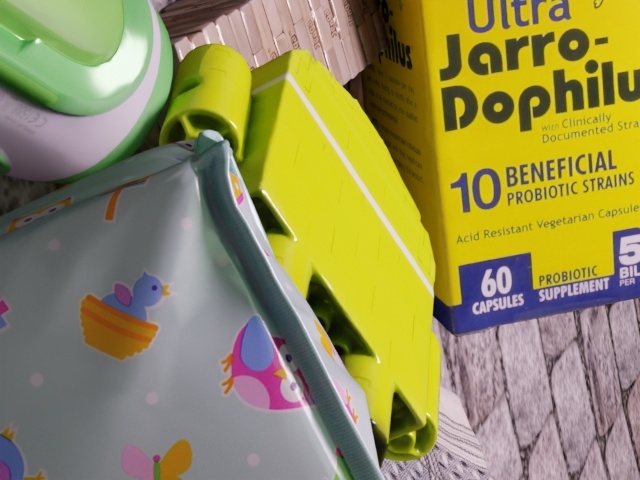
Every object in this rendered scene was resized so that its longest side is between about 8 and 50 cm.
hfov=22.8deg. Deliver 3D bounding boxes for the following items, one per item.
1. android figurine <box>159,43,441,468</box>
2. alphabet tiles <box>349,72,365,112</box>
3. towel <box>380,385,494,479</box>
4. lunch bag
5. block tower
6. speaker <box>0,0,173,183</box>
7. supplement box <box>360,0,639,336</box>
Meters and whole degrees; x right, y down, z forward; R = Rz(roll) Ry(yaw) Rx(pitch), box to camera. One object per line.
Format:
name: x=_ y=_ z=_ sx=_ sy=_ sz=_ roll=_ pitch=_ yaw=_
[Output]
android figurine: x=0.000 y=0.000 z=0.870 sx=0.248 sy=0.056 sz=0.273 roll=54 pitch=21 yaw=-26
alphabet tiles: x=0.076 y=-0.179 z=1.402 sx=0.284 sy=0.021 sz=0.278 roll=47 pitch=42 yaw=-52
towel: x=0.067 y=0.155 z=0.985 sx=0.324 sy=0.056 sz=0.312 roll=41 pitch=10 yaw=-37
lunch bag: x=-0.082 y=0.114 z=0.659 sx=0.262 sy=0.223 sz=0.160 roll=65 pitch=-4 yaw=-11
block tower: x=-0.052 y=-0.118 z=1.024 sx=0.335 sy=0.091 sz=0.097 roll=-51 pitch=127 yaw=-59
speaker: x=-0.186 y=-0.121 z=0.696 sx=0.296 sy=0.131 sz=0.131 roll=33 pitch=53 yaw=-58
supplement box: x=0.144 y=-0.136 z=1.191 sx=0.195 sy=0.194 sz=0.356 roll=-134 pitch=-145 yaw=-70
